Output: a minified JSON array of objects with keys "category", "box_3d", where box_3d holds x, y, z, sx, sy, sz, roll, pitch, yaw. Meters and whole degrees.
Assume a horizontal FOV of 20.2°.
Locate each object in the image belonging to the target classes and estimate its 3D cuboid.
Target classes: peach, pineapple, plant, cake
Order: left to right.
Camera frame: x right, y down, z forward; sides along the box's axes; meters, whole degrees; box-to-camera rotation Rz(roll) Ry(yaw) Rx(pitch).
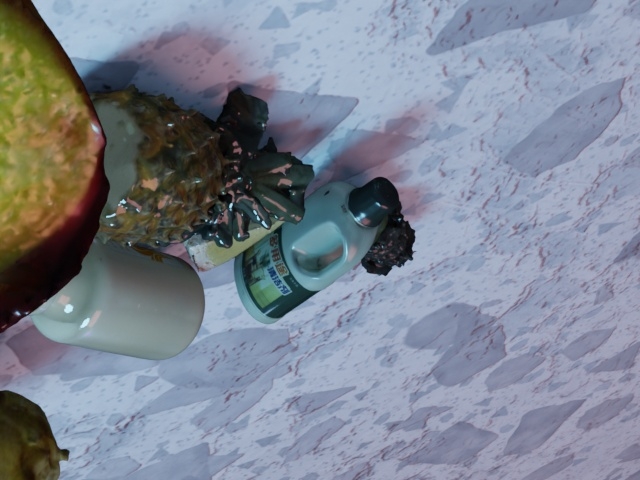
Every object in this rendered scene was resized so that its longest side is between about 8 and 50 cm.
[{"category":"peach","box_3d":[-0.359,-0.080,1.233,0.406,0.310,0.335,15,95,-42]},{"category":"pineapple","box_3d":[-0.115,-0.065,1.687,0.310,0.141,0.170,9,112,-58]},{"category":"cake","box_3d":[-0.087,-0.019,1.864,0.121,0.052,0.065,-30,148,4]},{"category":"plant","box_3d":[0.056,-0.016,1.971,0.085,0.087,0.174,-58,156,-4]}]

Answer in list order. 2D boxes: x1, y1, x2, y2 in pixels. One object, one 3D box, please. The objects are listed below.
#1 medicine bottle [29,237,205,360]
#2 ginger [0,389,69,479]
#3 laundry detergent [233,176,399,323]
[{"category":"medicine bottle","box_3d":[-0.231,0.051,1.792,0.114,0.114,0.252,-40,150,24]},{"category":"ginger","box_3d":[-0.448,0.250,1.790,0.357,0.274,0.152,18,157,-8]},{"category":"laundry detergent","box_3d":[0.000,0.000,1.875,0.070,0.099,0.225,20,142,-34]}]
